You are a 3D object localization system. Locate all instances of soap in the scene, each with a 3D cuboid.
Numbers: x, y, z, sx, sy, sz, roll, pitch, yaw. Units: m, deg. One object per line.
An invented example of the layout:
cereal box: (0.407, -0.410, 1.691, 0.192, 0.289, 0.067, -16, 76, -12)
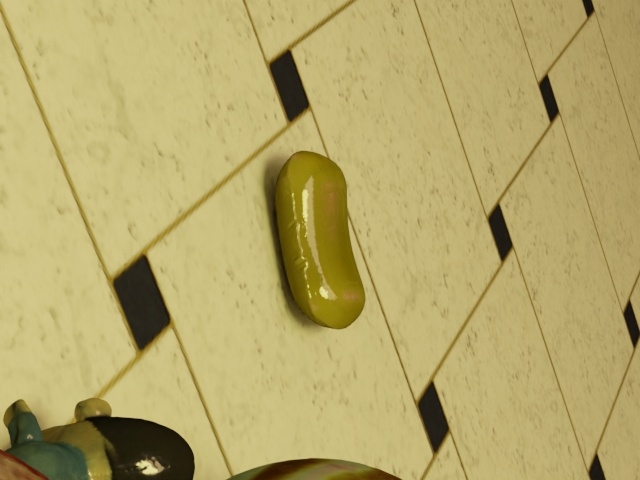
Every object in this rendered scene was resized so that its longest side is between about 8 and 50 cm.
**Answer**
soap: (-0.001, 0.000, 1.267, 0.089, 0.045, 0.140, 1, 78, -62)

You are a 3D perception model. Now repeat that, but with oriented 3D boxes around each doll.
doll: (-0.140, 0.132, 0.869, 0.179, 0.089, 0.102, -4, 81, -42)

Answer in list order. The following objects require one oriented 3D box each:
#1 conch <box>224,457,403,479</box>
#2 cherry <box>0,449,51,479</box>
conch: (-0.021, 0.228, 0.934, 0.368, 0.249, 0.197, 84, -11, -81)
cherry: (-0.144, 0.211, 0.651, 0.236, 0.212, 0.285, 114, -33, -54)
